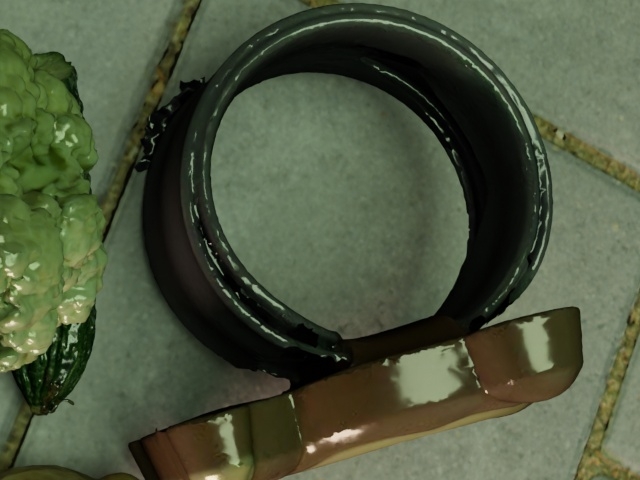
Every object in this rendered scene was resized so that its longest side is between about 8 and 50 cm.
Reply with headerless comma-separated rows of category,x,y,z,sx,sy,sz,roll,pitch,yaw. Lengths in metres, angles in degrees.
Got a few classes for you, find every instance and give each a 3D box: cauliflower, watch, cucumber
cauliflower,-0.265,-0.019,1.232,0.260,0.327,0.281,10,120,-25
watch,0.000,0.000,1.383,0.335,0.314,0.327,-14,84,-16
cucumber,-0.201,-0.006,1.370,0.077,0.077,0.265,-8,95,-27

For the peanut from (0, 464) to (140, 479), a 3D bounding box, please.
peanut,-0.250,0.242,1.315,0.298,0.120,0.136,-19,124,-27
